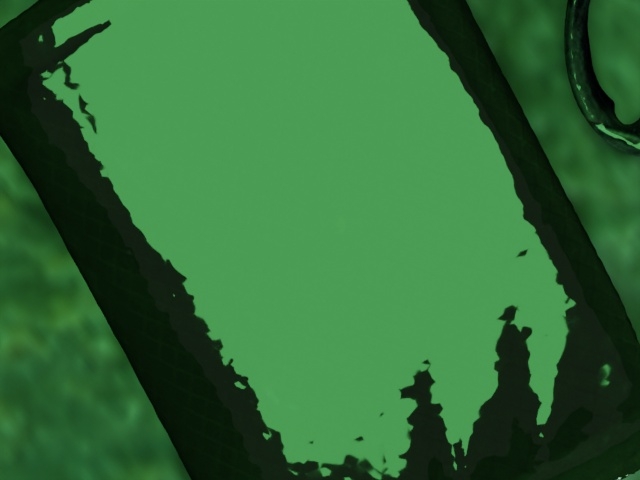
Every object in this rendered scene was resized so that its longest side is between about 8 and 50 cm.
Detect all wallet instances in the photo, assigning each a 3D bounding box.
[{"bbox_3d":[0.000,0.000,0.596,0.168,0.052,0.245,-27,90,8],"label":"wallet"}]

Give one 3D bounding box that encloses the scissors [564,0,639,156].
[{"bbox_3d":[0.159,-0.166,0.547,0.109,0.022,0.300,15,106,8],"label":"scissors"}]
